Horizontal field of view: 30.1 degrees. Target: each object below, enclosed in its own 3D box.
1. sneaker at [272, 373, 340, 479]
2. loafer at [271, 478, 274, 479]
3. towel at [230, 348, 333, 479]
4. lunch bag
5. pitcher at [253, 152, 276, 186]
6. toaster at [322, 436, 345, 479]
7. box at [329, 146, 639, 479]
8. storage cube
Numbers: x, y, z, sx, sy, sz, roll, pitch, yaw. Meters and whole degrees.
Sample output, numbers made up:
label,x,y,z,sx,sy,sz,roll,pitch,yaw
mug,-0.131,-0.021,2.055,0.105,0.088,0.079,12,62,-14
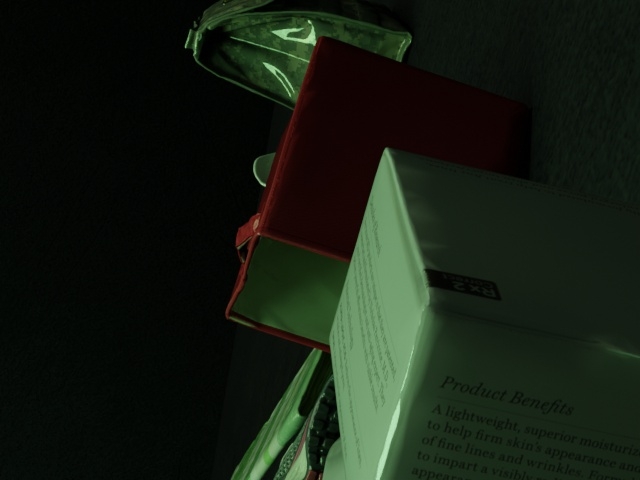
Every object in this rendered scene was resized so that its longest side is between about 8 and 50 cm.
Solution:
label,x,y,z,sx,sy,sz,roll,pitch,yaw
sneaker,0.006,0.256,1.178,0.299,0.120,0.112,-60,-2,-5
loafer,-0.040,0.323,1.529,0.267,0.084,0.096,135,144,-76
towel,-0.063,0.268,1.515,0.325,0.038,0.248,-58,1,29
lunch bag,-0.039,-0.274,1.652,0.235,0.286,0.169,-101,23,-72
pitcher,0.011,-0.045,1.558,0.125,0.177,0.207,46,158,42
toaster,0.071,0.208,0.774,0.146,0.129,0.227,120,158,-59
box,0.106,0.057,0.544,0.182,0.180,0.119,-96,20,-66
storage cube,0.047,-0.020,0.999,0.184,0.214,0.193,116,170,-62
